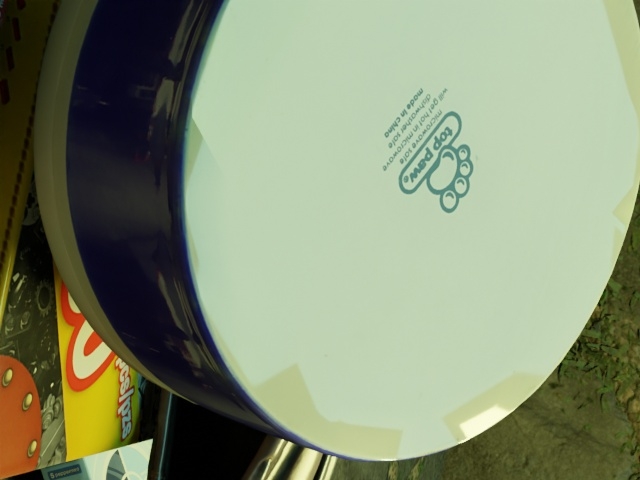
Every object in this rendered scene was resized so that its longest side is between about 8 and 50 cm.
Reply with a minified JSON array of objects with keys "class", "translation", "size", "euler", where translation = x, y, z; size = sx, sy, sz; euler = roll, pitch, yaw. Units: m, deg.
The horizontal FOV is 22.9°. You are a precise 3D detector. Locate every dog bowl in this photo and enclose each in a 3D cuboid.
[{"class":"dog bowl","translation":[0.017,-0.043,0.675],"size":[0.265,0.104,0.264],"euler":[-11,108,-38]}]

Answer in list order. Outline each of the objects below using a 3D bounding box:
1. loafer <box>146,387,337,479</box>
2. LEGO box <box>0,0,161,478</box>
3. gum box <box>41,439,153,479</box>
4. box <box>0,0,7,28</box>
[{"class":"loafer","translation":[-0.023,0.029,0.789],"size":[0.095,0.109,0.302],"euler":[-15,120,-65]},{"class":"LEGO box","translation":[-0.123,-0.156,0.830],"size":[0.372,0.193,0.500],"euler":[1,102,-72]},{"class":"gum box","translation":[-0.140,0.184,1.161],"size":[0.157,0.041,0.184],"euler":[-24,96,-69]},{"class":"box","translation":[-0.242,-0.076,0.526],"size":[0.257,0.128,0.122],"euler":[11,91,-59]}]
